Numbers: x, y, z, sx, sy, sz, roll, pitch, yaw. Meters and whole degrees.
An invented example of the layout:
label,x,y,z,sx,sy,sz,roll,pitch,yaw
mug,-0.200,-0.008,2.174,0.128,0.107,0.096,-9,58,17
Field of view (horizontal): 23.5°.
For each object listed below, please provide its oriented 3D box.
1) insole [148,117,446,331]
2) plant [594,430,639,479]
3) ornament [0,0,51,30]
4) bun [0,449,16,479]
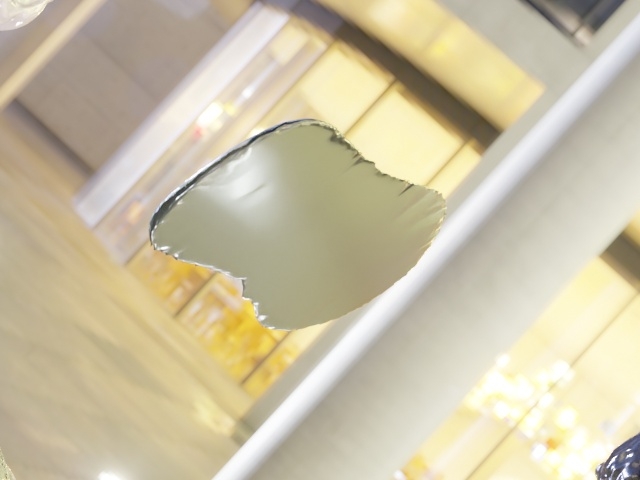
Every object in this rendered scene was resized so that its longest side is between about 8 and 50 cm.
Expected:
label,x,y,z,sx,sy,sz,roll,pitch,yaw
insole,0.000,0.000,0.684,0.007,0.109,0.322,55,6,16
plant,0.293,0.157,1.012,0.142,0.203,0.131,-125,-169,-61
ornament,-0.255,-0.247,1.199,0.177,0.177,0.177,43,-2,2
bun,-0.303,0.216,0.979,0.168,0.273,0.273,50,3,36
